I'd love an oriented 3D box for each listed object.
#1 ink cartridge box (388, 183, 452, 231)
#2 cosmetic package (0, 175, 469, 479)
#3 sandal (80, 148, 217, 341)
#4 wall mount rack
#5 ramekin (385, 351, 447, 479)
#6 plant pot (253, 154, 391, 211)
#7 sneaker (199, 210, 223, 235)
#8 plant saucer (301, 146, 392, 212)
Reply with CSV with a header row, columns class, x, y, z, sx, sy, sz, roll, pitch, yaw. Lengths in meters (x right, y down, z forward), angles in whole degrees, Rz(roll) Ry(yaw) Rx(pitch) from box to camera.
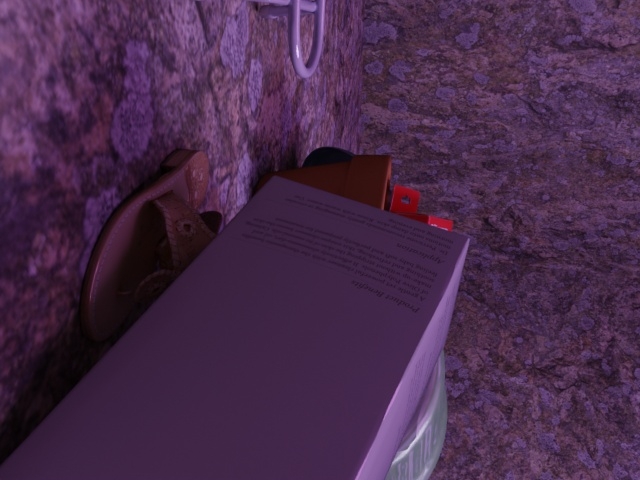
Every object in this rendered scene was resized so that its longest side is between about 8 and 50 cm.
class,x,y,z,sx,sy,sz,roll,pitch,yaw
ink cartridge box,0.170,0.024,1.097,0.134,0.078,0.231,4,93,-62
cosmetic package,-0.042,0.126,0.460,0.365,0.197,0.155,-52,155,-41
sandal,-0.119,-0.008,0.546,0.240,0.079,0.088,-75,168,-52
wall mount rack,-0.046,-0.362,0.679,0.304,0.131,0.350,-52,148,-70
ramekin,-0.009,0.149,0.675,0.148,0.303,0.303,85,13,-55
plant pot,0.000,0.000,1.012,0.291,0.204,0.290,6,90,-83
sneaker,-0.126,0.025,0.675,0.118,0.042,0.067,-77,168,-55
plant saucer,0.067,-0.044,1.266,0.044,0.317,0.317,-26,135,-30
